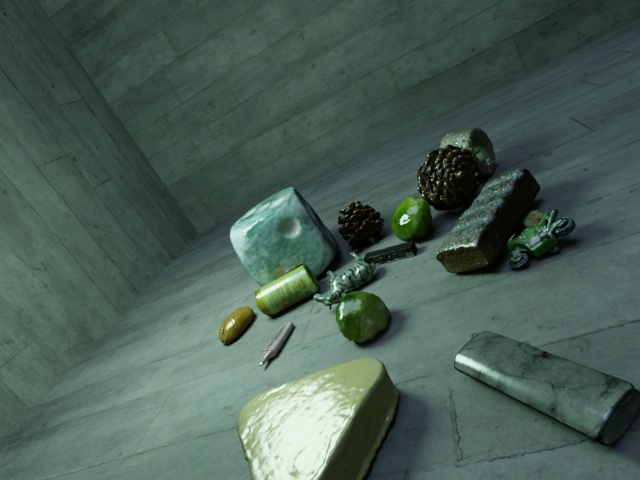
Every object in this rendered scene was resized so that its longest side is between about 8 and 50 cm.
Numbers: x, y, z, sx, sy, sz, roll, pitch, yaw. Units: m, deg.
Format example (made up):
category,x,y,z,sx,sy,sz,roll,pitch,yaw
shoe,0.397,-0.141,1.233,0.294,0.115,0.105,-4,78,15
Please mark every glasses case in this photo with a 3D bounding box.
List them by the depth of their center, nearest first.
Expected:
category,x,y,z,sx,sy,sz,roll,pitch,yaw
glasses case,0.384,0.250,0.764,0.114,0.060,0.299,-37,20,-19

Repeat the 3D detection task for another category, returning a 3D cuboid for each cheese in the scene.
category,x,y,z,sx,sy,sz,roll,pitch,yaw
cheese,0.011,0.389,0.900,0.384,0.104,0.384,-27,19,10

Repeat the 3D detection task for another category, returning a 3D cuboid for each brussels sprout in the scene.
category,x,y,z,sx,sy,sz,roll,pitch,yaw
brussels sprout,0.109,0.203,1.196,0.149,0.122,0.151,-35,18,-5
brussels sprout,0.331,-0.078,1.543,0.144,0.161,0.180,8,19,12

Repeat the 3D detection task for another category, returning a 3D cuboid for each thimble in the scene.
category,x,y,z,sx,sy,sz,roll,pitch,yaw
thimble,0.601,-0.351,1.722,0.148,0.229,0.195,-11,54,44

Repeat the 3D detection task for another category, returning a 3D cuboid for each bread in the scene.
category,x,y,z,sx,sy,sz,roll,pitch,yaw
bread,0.627,-0.048,1.213,0.068,0.028,0.153,-29,17,9
bread,0.505,-0.064,1.272,0.416,0.113,0.165,-44,8,-34
bread,-0.328,0.317,1.639,0.114,0.077,0.189,-12,23,33

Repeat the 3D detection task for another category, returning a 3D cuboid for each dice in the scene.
category,x,y,z,sx,sy,sz,roll,pitch,yaw
dice,-0.146,-0.005,1.762,0.348,0.330,0.328,-31,19,5

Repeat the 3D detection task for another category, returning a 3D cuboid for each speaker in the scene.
category,x,y,z,sx,sy,sz,roll,pitch,yaw
speaker,0.246,0.050,1.509,0.191,0.040,0.046,-17,25,34

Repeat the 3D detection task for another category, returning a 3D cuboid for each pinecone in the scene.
category,x,y,z,sx,sy,sz,roll,pitch,yaw
pinecone,0.476,-0.221,1.591,0.244,0.243,0.257,-31,-24,-3
pinecone,0.156,-0.070,1.753,0.186,0.168,0.212,-20,29,-15

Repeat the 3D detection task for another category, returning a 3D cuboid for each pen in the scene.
category,x,y,z,sx,sy,sz,roll,pitch,yaw
pen,-0.147,0.336,1.380,0.053,0.032,0.197,-17,21,33

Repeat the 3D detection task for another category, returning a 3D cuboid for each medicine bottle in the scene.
category,x,y,z,sx,sy,sz,roll,pitch,yaw
medicine bottle,-0.131,0.190,1.594,0.239,0.124,0.124,-29,19,6

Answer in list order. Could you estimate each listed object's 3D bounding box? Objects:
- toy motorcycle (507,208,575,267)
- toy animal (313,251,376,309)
category,x,y,z,sx,sy,sz,roll,pitch,yaw
toy motorcycle,0.566,-0.003,1.115,0.190,0.074,0.106,-41,21,14
toy animal,0.077,0.142,1.472,0.255,0.089,0.170,-41,26,-22
